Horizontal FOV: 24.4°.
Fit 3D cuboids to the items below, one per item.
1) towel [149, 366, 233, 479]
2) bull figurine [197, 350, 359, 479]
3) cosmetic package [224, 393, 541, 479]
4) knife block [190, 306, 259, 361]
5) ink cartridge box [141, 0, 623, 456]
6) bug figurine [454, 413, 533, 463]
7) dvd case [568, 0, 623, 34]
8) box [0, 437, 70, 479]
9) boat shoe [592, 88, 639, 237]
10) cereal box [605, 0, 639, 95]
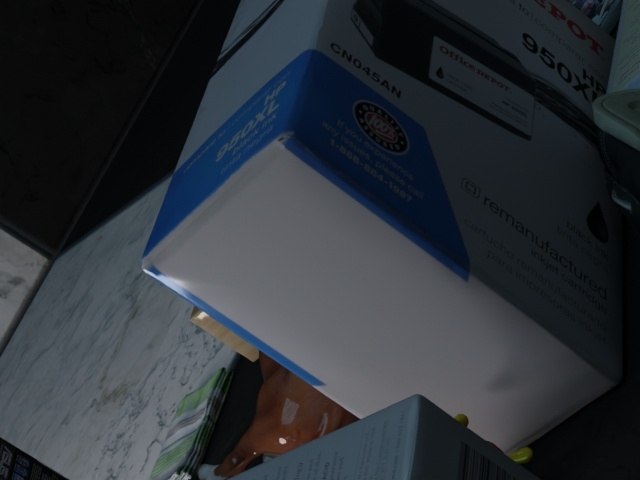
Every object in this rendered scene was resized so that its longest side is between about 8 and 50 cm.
[{"bbox_3d":[-0.150,0.214,1.594,0.113,0.023,0.152,-38,24,43],"label":"towel"},{"bbox_3d":[-0.006,0.092,1.312,0.188,0.101,0.310,-46,17,40],"label":"bull figurine"},{"bbox_3d":[0.009,0.180,0.841,0.231,0.117,0.085,-32,32,39],"label":"cosmetic package"},{"bbox_3d":[0.000,0.000,1.477,0.275,0.088,0.242,-57,16,-6],"label":"knife block"},{"bbox_3d":[0.069,-0.071,1.086,0.166,0.285,0.395,-41,23,35],"label":"ink cartridge box"},{"bbox_3d":[0.053,0.247,0.906,0.216,0.072,0.279,-46,20,29],"label":"bug figurine"},{"bbox_3d":[0.241,-0.204,1.336,0.087,0.013,0.119,-57,18,-4],"label":"dvd case"},{"bbox_3d":[-0.237,0.315,1.317,0.060,0.216,0.270,-48,19,17],"label":"box"},{"bbox_3d":[0.238,-0.024,0.942,0.233,0.084,0.079,-114,21,-62],"label":"boat shoe"},{"bbox_3d":[0.290,-0.178,1.098,0.173,0.047,0.240,-39,24,45],"label":"cereal box"}]
